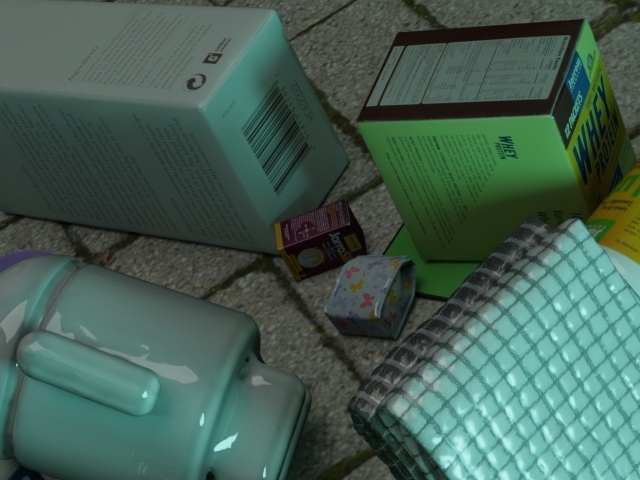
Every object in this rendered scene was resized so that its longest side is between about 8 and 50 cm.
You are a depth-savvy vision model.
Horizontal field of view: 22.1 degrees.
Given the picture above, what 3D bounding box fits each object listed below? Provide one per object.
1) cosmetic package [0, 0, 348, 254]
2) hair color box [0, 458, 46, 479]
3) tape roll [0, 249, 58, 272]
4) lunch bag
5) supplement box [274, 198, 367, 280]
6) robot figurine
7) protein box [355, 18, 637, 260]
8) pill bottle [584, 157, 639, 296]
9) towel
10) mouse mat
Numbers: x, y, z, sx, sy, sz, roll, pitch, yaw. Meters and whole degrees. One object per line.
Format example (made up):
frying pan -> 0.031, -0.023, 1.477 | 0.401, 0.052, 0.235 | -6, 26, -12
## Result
cosmetic package -> -0.221, -0.137, 1.865 | 0.453, 0.230, 0.161 | 8, 51, 35
hair color box -> -0.421, 0.340, 1.565 | 0.174, 0.105, 0.347 | 17, 58, 37
tape roll -> -0.334, 0.104, 1.788 | 0.189, 0.080, 0.189 | -16, 41, 14
lunch bag -> 0.055, 0.053, 1.639 | 0.071, 0.053, 0.083 | 2, 58, 35
supplement box -> 0.000, 0.000, 1.724 | 0.083, 0.055, 0.043 | -21, 42, 11
robot figurine -> -0.190, 0.133, 1.518 | 0.354, 0.300, 0.199 | 18, 78, 8
protein box -> 0.176, -0.094, 1.597 | 0.201, 0.199, 0.136 | 0, 48, 30
pill bottle -> 0.292, 0.023, 1.464 | 0.136, 0.136, 0.245 | 22, 60, 43
towel -> 0.182, 0.157, 1.292 | 0.235, 0.283, 0.121 | -43, 18, -22
mouse mat -> 0.155, 0.005, 1.667 | 0.190, 0.007, 0.152 | 11, 54, 36
